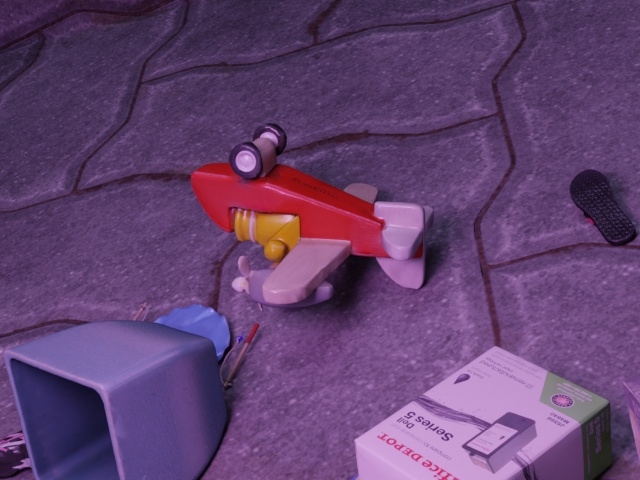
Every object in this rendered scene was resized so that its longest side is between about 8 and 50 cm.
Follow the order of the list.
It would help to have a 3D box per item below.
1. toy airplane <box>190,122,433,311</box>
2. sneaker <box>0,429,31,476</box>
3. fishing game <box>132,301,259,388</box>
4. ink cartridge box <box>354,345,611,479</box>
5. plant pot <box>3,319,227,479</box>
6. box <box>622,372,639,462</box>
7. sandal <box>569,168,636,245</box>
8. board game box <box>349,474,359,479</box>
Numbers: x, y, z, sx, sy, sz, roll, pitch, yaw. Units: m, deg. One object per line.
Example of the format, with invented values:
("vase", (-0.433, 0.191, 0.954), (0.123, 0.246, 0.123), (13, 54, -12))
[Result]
("toy airplane", (0.000, 0.000, 1.943), (0.386, 0.272, 0.384), (2, 32, -33))
("sneaker", (-0.464, 0.333, 1.865), (0.178, 0.072, 0.077), (-5, 26, 16))
("fishing game", (-0.240, 0.190, 1.965), (0.264, 0.041, 0.189), (5, 49, 27))
("ink cartridge box", (0.209, 0.273, 1.458), (0.273, 0.115, 0.198), (-28, 35, -32))
("plant pot", (-0.285, 0.247, 1.733), (0.247, 0.247, 0.252), (11, 29, 40))
("box", (0.462, 0.218, 1.334), (0.183, 0.231, 0.056), (-25, 36, -3))
("sandal", (0.469, -0.049, 1.901), (0.067, 0.040, 0.179), (-25, 47, 5))
("board game box", (0.120, 0.364, 1.504), (0.136, 0.035, 0.201), (-29, 33, -10))
